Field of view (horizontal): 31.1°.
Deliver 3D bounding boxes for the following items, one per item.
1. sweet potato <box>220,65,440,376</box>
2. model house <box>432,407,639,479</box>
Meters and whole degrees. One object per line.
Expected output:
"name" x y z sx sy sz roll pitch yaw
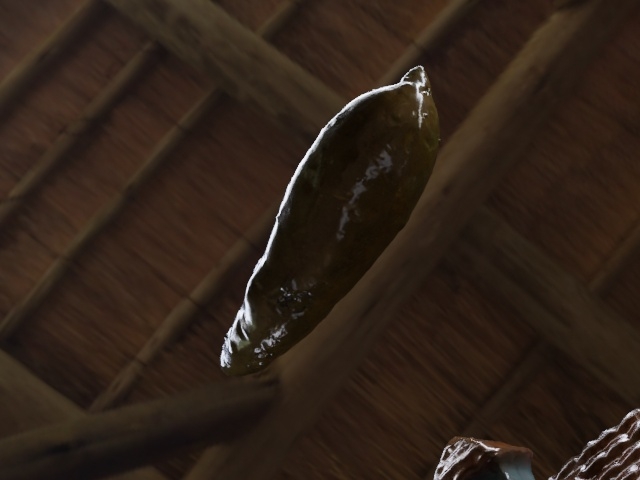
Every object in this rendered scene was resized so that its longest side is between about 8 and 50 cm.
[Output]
"sweet potato" -0.001 0.004 1.209 0.422 0.130 0.130 -58 -147 21
"model house" 0.176 0.238 0.755 0.295 0.252 0.329 -45 -123 24
